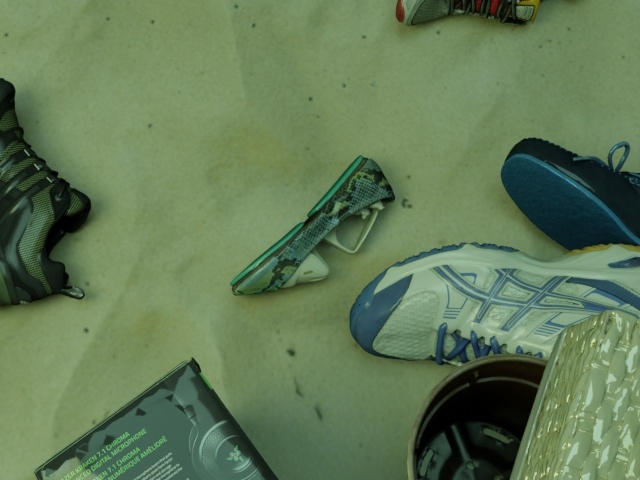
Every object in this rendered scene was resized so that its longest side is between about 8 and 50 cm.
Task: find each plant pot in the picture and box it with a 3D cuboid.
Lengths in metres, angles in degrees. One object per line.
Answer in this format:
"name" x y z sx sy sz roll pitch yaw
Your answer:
"plant pot" 0.143 0.193 0.793 0.167 0.165 0.167 1 69 -2

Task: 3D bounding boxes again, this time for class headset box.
"headset box" -0.069 0.244 0.725 0.131 0.246 0.283 -36 74 -13

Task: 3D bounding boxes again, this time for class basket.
"basket" 0.207 0.141 0.672 0.113 0.103 0.167 21 70 4

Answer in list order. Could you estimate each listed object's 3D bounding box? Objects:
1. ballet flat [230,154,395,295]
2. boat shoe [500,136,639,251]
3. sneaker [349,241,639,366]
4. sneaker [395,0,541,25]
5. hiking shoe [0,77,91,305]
"ballet flat" 0.000 0.000 0.915 0.070 0.070 0.188 43 77 12
"boat shoe" 0.289 -0.023 0.926 0.258 0.109 0.089 35 64 -7
"sneaker" 0.174 0.079 0.840 0.296 0.112 0.131 -6 47 3
"sneaker" 0.183 -0.267 1.004 0.225 0.088 0.093 -21 73 -9
"hiking shoe" -0.277 -0.046 0.919 0.114 0.086 0.227 -2 75 -18
